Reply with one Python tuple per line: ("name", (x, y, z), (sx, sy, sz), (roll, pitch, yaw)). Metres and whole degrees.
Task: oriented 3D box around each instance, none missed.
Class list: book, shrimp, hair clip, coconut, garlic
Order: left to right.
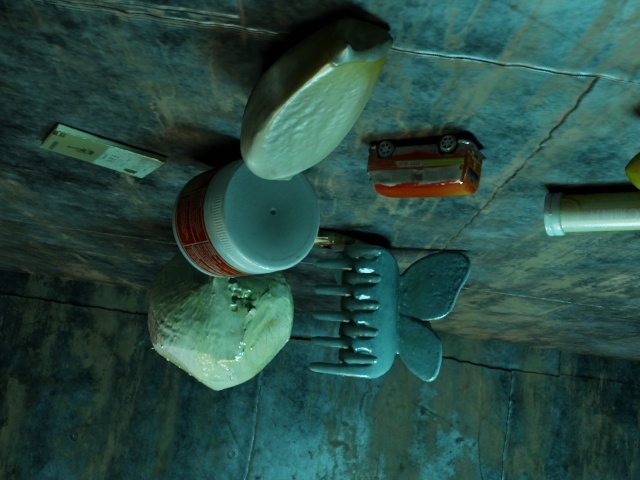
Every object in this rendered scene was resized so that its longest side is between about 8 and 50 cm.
("book", (-0.396, -0.160, 1.306), (0.199, 0.016, 0.138), (16, 165, -30))
("coconut", (-0.260, 0.176, 1.881), (0.405, 0.404, 0.404), (8, 167, 2))
("garlic", (-0.022, -0.160, 0.863), (0.143, 0.112, 0.318), (-11, 169, -25))
("shrimp", (0.001, -0.008, 1.693), (0.163, 0.045, 0.095), (5, -172, -8))
("hair clip", (0.118, 0.167, 1.682), (0.392, 0.318, 0.238), (0, 173, 37))

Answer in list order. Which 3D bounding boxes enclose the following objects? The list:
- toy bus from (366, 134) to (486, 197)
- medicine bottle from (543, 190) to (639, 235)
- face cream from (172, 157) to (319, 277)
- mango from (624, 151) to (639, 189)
("toy bus", (0.151, -0.105, 1.066), (0.174, 0.077, 0.079), (-1, 164, 32))
("medicine bottle", (0.473, -0.047, 1.138), (0.218, 0.073, 0.074), (-2, 164, 31))
("face cream", (-0.133, -0.039, 1.253), (0.201, 0.201, 0.187), (17, 164, -35))
("mango", (0.461, -0.111, 0.789), (0.157, 0.108, 0.262), (3, 175, -22))
